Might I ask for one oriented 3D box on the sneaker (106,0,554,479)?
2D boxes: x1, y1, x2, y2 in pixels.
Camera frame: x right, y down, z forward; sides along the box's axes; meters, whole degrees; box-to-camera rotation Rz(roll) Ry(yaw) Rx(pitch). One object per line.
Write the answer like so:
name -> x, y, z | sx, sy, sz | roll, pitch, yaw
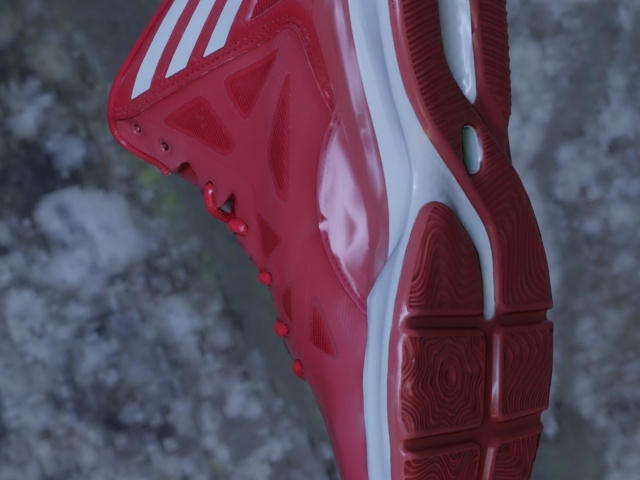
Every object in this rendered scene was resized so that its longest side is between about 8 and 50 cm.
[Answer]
sneaker -> 0.000, 0.000, 0.602 | 0.128, 0.087, 0.221 | -3, 86, 39
